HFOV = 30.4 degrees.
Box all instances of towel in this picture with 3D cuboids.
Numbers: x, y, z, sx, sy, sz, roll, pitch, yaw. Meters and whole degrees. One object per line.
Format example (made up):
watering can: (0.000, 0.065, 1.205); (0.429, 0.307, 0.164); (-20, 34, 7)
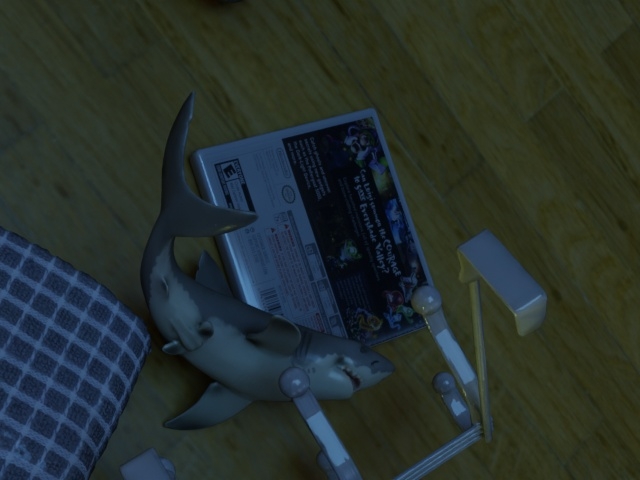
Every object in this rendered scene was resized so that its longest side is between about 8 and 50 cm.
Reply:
towel: (-0.263, 0.083, 0.713); (0.283, 0.121, 0.235); (34, 46, -16)

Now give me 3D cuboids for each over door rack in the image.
over door rack: (0.004, 0.113, 0.750); (0.239, 0.324, 0.108); (-33, 70, -11)

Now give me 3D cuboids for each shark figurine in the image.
shark figurine: (-0.077, 0.032, 0.837); (0.278, 0.166, 0.116); (54, 19, -45)

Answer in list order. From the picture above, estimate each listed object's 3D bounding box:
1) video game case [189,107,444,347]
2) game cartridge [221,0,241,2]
video game case: (0.000, 0.000, 0.957); (0.173, 0.022, 0.190); (-17, 86, -29)
game cartridge: (-0.110, -0.328, 0.868); (0.062, 0.198, 0.297); (-34, 95, -29)
